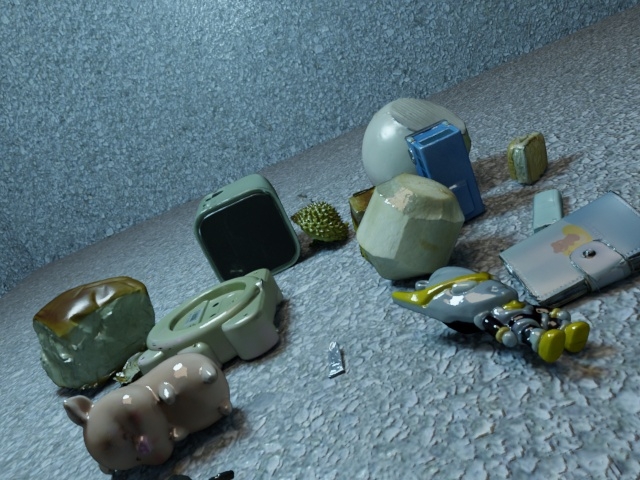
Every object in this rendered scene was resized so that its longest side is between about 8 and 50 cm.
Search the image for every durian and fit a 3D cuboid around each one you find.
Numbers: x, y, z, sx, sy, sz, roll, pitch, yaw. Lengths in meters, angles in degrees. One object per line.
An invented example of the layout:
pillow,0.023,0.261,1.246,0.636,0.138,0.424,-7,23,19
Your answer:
durian,0.025,-0.054,1.570,0.208,0.102,0.146,6,27,-48

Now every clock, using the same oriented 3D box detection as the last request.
clock,-0.239,0.192,1.250,0.309,0.114,0.284,-25,19,7

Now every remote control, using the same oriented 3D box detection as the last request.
remote control,0.468,-0.062,1.152,0.061,0.029,0.162,-17,19,28

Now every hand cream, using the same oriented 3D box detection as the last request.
hand cream,0.025,0.209,0.991,0.030,0.019,0.093,-24,20,8

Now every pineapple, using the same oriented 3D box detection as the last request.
pineapple,0.149,-0.054,1.291,0.236,0.186,0.114,-54,31,13

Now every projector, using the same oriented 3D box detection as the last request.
projector,-0.214,-0.033,1.618,0.248,0.248,0.249,-25,18,-2

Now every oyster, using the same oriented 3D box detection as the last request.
oyster,-0.430,0.299,1.325,0.086,0.029,0.132,-3,24,37

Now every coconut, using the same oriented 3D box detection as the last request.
coconut,0.180,-0.016,1.149,0.202,0.222,0.202,15,25,-7

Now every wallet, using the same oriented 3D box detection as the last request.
wallet,0.426,0.022,0.908,0.231,0.069,0.170,-29,34,5

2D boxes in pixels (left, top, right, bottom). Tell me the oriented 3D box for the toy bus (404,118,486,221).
toy bus,0.296,-0.149,1.313,0.116,0.234,0.133,-25,25,0

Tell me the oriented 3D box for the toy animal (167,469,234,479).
toy animal,-0.237,0.373,0.767,0.232,0.084,0.148,-26,16,8

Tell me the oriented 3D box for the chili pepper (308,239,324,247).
chili pepper,0.000,0.000,1.620,0.083,0.022,0.027,-31,52,-21

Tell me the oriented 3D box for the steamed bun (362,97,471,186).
steamed bun,0.253,-0.221,1.554,0.309,0.309,0.309,-23,18,8

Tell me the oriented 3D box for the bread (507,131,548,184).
bread,0.508,-0.206,1.385,0.082,0.106,0.125,-4,25,47

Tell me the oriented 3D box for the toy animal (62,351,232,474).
toy animal,-0.277,0.286,0.945,0.250,0.166,0.154,-24,7,-18

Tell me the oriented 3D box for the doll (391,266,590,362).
doll,0.247,0.105,0.859,0.145,0.103,0.316,-34,27,-18

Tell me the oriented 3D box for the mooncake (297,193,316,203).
mooncake,0.085,-0.188,2.003,0.347,0.057,0.150,-18,5,2

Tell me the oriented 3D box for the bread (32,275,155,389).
bread,-0.573,0.218,1.424,0.250,0.225,0.279,-4,23,46
